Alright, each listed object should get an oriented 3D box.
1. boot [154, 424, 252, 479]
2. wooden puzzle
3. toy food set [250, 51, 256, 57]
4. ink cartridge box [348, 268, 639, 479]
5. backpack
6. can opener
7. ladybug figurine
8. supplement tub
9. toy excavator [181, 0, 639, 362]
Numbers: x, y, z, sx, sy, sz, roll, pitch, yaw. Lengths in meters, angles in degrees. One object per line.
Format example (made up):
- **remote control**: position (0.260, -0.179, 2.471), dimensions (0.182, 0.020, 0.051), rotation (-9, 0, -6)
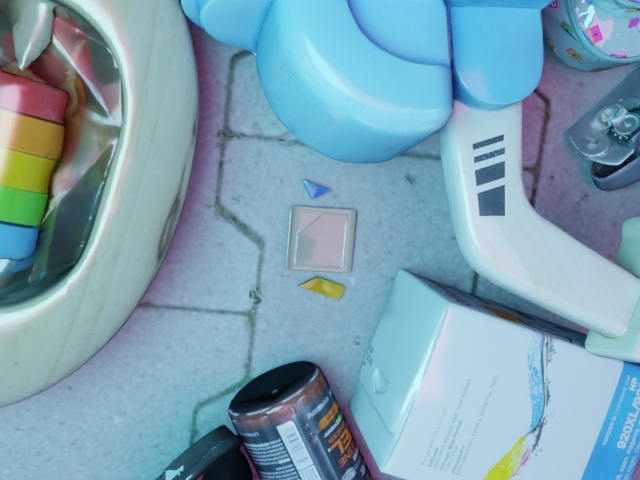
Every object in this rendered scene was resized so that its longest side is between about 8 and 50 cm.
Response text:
- **boot**: position (-0.082, 0.374, 0.729), dimensions (0.260, 0.131, 0.348), rotation (31, 108, 15)
- **wooden puzzle**: position (0.000, 0.000, 0.795), dimensions (0.078, 0.014, 0.116), rotation (10, 97, -14)
- **toy food set**: position (-0.037, -0.241, 0.748), dimensions (0.122, 0.019, 0.078), rotation (-38, 102, -2)
- **ink cartridge box**: position (0.173, 0.153, 0.762), dimensions (0.232, 0.171, 0.168), rotation (19, 94, -12)
- **backpack**: position (0.286, -0.261, 0.735), dimensions (0.166, 0.144, 0.188), rotation (-23, 104, -10)
- **can opener**: position (0.385, -0.169, 0.811), dimensions (0.283, 0.076, 0.095), rotation (-42, 134, -1)
- **ladybug figurine**: position (-0.269, -0.068, 0.666), dimensions (0.305, 0.162, 0.449), rotation (20, 94, -12)
- **supplement tub**: position (-0.009, 0.230, 0.780), dimensions (0.106, 0.106, 0.198), rotation (-25, 102, -4)
- **toy excavator**: position (0.105, -0.117, 0.637), dimensions (0.433, 0.222, 0.445), rotation (-1, 88, -12)
